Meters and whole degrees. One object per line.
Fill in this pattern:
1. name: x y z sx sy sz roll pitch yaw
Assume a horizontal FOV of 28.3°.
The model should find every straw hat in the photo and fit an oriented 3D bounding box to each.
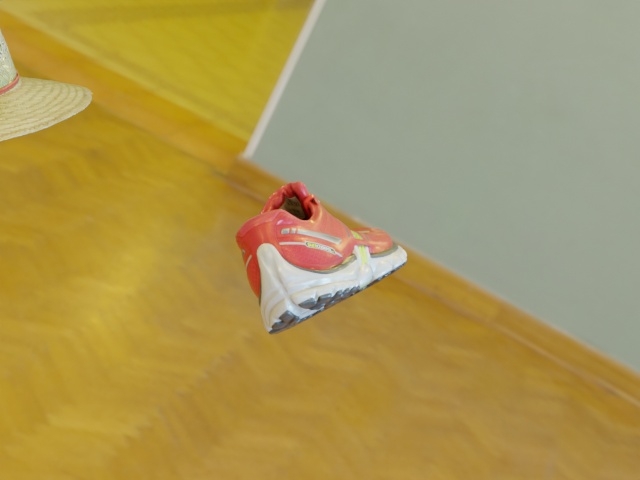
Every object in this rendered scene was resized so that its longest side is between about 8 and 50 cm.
1. straw hat: -0.186 -0.089 0.642 0.144 0.061 0.144 -9 19 3

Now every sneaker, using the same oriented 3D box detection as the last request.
1. sneaker: 0.000 0.000 1.168 0.118 0.107 0.279 63 15 3
